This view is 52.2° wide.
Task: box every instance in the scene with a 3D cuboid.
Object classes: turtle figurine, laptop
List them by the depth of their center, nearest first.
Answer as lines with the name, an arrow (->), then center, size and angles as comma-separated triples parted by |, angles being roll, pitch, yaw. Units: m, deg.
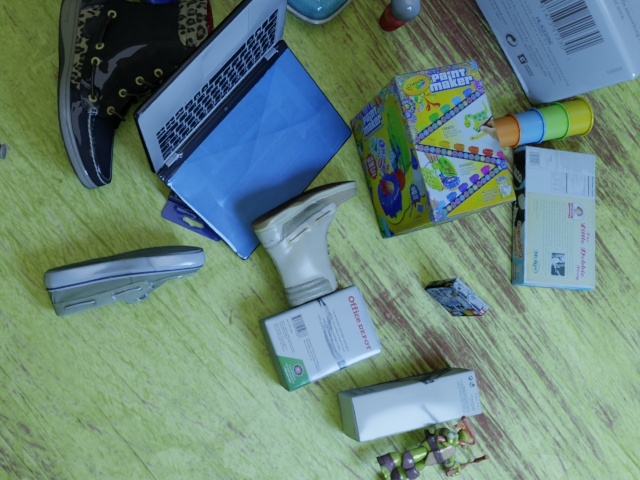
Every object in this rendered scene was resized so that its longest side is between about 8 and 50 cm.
laptop -> -0.107, -0.215, 1.215 | 0.236, 0.408, 0.382 | 38, 75, 2
turtle figurine -> 0.225, 0.428, 1.330 | 0.217, 0.269, 0.087 | -24, 54, -2

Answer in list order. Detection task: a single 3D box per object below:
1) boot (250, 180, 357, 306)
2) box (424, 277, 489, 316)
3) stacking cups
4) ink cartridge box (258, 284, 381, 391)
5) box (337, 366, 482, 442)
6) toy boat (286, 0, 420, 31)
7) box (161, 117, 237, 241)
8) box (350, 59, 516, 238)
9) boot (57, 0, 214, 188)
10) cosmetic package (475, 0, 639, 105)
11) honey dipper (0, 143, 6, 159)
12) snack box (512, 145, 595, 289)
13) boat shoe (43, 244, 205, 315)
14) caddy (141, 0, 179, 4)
boot -> 0.000, 0.000, 1.359 | 0.262, 0.095, 0.203 | -31, 104, -35
box -> 0.288, 0.123, 1.396 | 0.094, 0.137, 0.027 | 42, 75, -6
stacking cups -> 0.472, -0.265, 1.513 | 0.316, 0.096, 0.096 | -12, 86, -16
ink cartridge box -> -0.001, 0.196, 1.337 | 0.208, 0.087, 0.153 | -19, 88, -15
box -> 0.184, 0.337, 1.358 | 0.275, 0.113, 0.094 | -8, 85, -17
toy boat -> 0.067, -0.567, 1.409 | 0.318, 0.148, 0.267 | 30, 83, -11
box -> -0.221, -0.124, 1.347 | 0.136, 0.036, 0.225 | 25, 79, -11
box -> 0.215, -0.171, 1.334 | 0.177, 0.290, 0.279 | -14, 86, -15
boot -> -0.341, -0.294, 1.253 | 0.284, 0.138, 0.377 | -4, 83, -2
cosmetic package -> 0.633, -0.556, 1.452 | 0.393, 0.327, 0.329 | -35, 101, -16
honey dipper -> -0.683, -0.180, 1.235 | 0.160, 0.030, 0.030 | 8, 81, -11
snack box -> 0.544, -0.049, 1.524 | 0.187, 0.060, 0.322 | 5, 82, -14
boat shoe -> -0.370, 0.074, 1.260 | 0.302, 0.109, 0.094 | -10, 101, -7
caddy -> -0.349, -0.596, 1.221 | 0.241, 0.341, 0.179 | 28, 68, 16
